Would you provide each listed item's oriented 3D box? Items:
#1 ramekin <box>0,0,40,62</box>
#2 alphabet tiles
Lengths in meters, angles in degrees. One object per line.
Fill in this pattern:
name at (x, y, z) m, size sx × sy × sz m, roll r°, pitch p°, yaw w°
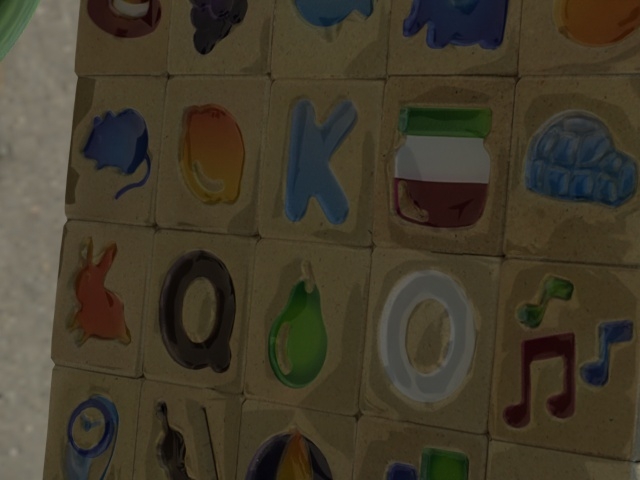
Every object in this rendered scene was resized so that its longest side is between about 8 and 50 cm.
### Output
ramekin at (-0.254, -0.203, 0.957) m, size 0.148 × 0.303 × 0.303 m, roll -68°, pitch 143°, yaw -70°
alphabet tiles at (0.000, 0.000, 0.677) m, size 0.011 × 0.285 × 0.343 m, roll 5°, pitch 89°, yaw -44°
